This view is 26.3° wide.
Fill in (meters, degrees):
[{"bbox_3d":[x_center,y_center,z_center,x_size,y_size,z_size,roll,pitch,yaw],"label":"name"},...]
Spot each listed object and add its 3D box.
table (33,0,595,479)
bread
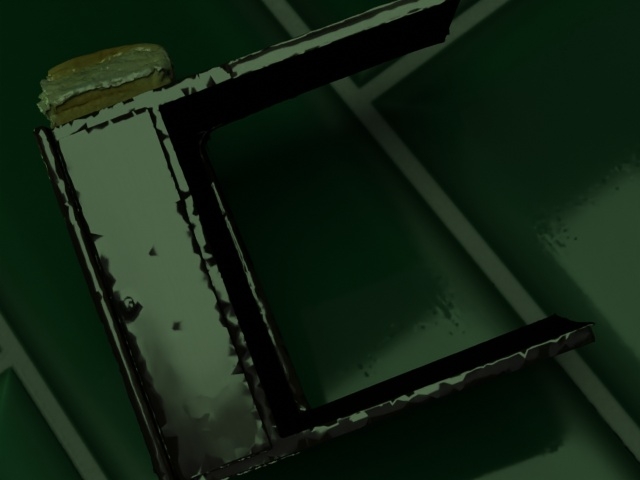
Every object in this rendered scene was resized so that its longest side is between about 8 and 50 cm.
[{"bbox_3d":[0.000,0.000,0.920,0.282,0.196,0.250,-20,86,2],"label":"table"},{"bbox_3d":[-0.155,-0.096,1.053,0.106,0.125,0.082,-23,51,-7],"label":"bread"}]
